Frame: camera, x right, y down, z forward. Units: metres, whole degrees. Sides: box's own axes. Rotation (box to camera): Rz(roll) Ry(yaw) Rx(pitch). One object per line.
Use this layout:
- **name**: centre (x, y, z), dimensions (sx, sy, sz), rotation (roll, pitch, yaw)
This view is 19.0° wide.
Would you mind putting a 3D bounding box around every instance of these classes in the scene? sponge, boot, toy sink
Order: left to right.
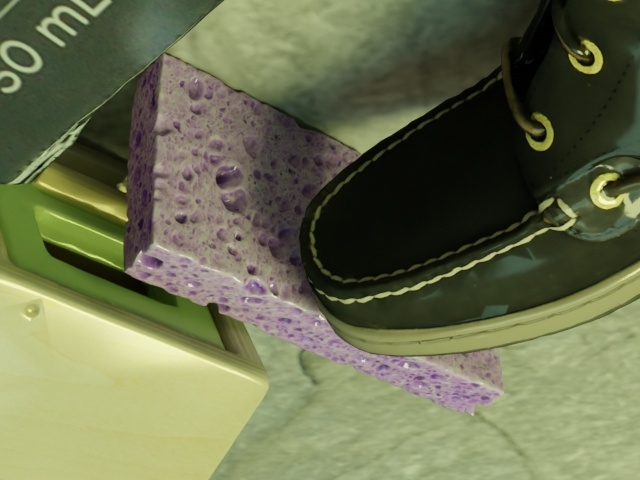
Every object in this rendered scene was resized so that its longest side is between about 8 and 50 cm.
- **toy sink**: centre (-0.142, 0.026, 0.944), dimensions (0.153, 0.234, 0.131), rotation (25, 109, -28)
- **sponge**: centre (0.000, 0.000, 0.938), dimensions (0.210, 0.117, 0.031), rotation (24, 136, -29)
- **boot**: centre (0.107, -0.112, 0.757), dimensions (0.377, 0.138, 0.284), rotation (-23, 138, 20)

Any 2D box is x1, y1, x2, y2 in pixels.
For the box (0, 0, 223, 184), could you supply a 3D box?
- **box**: centre (-0.122, -0.253, 0.453), dimensions (0.395, 0.212, 0.293), rotation (36, 133, -21)
